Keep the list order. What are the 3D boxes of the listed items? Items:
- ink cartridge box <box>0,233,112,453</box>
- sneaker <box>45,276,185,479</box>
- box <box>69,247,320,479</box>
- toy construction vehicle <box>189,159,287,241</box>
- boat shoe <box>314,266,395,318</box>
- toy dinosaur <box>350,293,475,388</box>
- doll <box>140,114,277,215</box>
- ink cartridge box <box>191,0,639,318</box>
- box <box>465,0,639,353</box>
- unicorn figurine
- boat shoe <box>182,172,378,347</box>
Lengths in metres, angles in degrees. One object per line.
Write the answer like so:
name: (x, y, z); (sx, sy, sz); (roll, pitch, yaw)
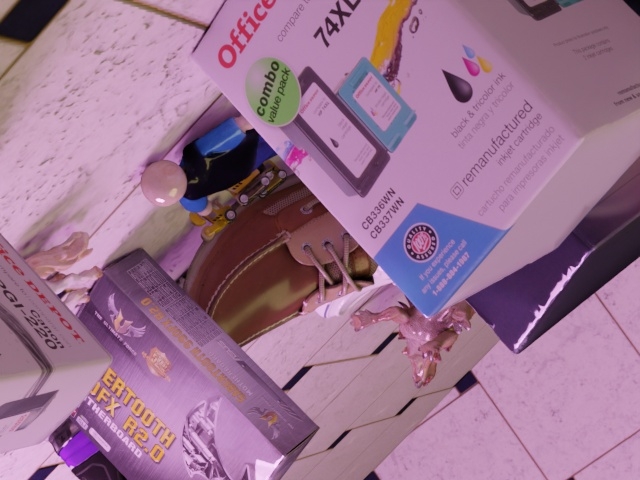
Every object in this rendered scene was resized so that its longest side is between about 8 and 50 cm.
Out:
ink cartridge box: (-0.250, 0.058, 1.107); (0.092, 0.158, 0.218); (-47, 167, 13)
sneaker: (-0.129, 0.139, 1.739); (0.293, 0.146, 0.102); (-42, 167, -5)
box: (-0.131, 0.148, 1.579); (0.056, 0.231, 0.183); (-34, 165, -45)
toy construction vehicle: (-0.076, -0.043, 1.593); (0.098, 0.035, 0.086); (-39, 177, -5)
boat shoe: (0.096, 0.013, 2.140); (0.258, 0.084, 0.095); (-47, 166, 15)
toy dinosaur: (0.179, 0.083, 2.485); (0.296, 0.127, 0.200); (-45, 168, 27)
doll: (-0.077, -0.068, 1.468); (0.189, 0.046, 0.129); (-30, 160, -46)
ink cartridge box: (0.090, -0.125, 1.290); (0.197, 0.270, 0.198); (-24, 157, -51)
box: (0.197, -0.111, 1.596); (0.296, 0.294, 0.183); (-34, 164, -36)
unicorn figurine: (-0.230, 0.057, 1.407); (0.111, 0.060, 0.162); (-34, 148, -34)
boat shoe: (0.000, 0.000, 1.676); (0.324, 0.116, 0.123); (-42, 134, -30)
